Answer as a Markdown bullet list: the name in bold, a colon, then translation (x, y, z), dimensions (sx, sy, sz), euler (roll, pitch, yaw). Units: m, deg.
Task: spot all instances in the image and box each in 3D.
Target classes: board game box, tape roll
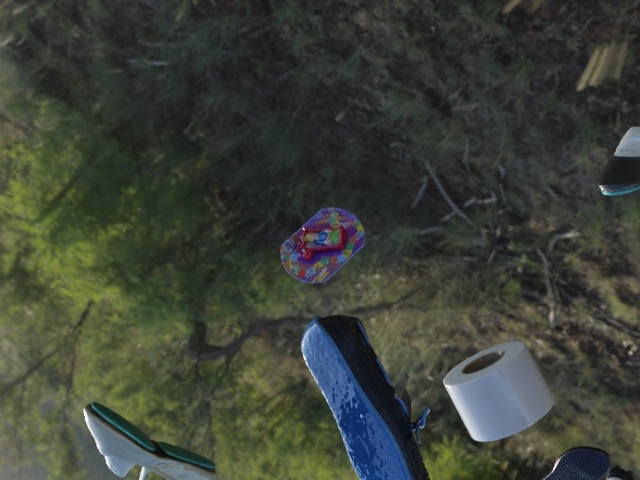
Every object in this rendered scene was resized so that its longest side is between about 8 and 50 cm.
- **board game box**: translation (0.000, 0.000, 1.378), dimensions (0.133, 0.168, 0.033), euler (40, 168, 36)
- **tape roll**: translation (0.473, 0.397, 1.950), dimensions (0.169, 0.246, 0.246), euler (63, 157, -1)

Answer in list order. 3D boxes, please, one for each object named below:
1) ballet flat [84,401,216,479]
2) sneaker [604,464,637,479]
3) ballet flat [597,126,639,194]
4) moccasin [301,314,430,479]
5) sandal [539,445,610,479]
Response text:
- **ballet flat**: translation (-0.265, 0.331, 1.101), dimensions (0.248, 0.086, 0.086), euler (37, 160, -28)
- **sneaker**: translation (0.640, 0.566, 1.572), dimensions (0.079, 0.121, 0.217), euler (19, 141, 28)
- **ballet flat**: translation (0.577, -0.157, 1.275), dimensions (0.095, 0.280, 0.096), euler (11, 116, 55)
- **moccasin**: translation (0.097, 0.256, 1.114), dimensions (0.138, 0.116, 0.342), euler (-44, 64, 47)
- **sandal**: translation (0.427, 0.388, 1.242), dimensions (0.067, 0.040, 0.179), euler (36, 138, 11)
